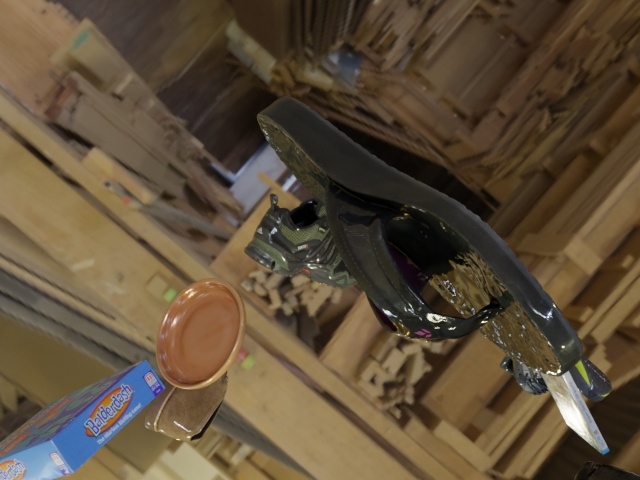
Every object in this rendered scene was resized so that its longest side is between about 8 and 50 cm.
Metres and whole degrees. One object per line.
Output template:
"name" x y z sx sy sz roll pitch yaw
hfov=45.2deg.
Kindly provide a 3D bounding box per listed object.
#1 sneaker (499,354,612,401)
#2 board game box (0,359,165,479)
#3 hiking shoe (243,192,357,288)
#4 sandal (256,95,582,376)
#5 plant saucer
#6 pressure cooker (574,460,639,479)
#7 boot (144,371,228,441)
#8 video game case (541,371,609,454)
"sneaker" 0.449 0.255 1.483 0.121 0.111 0.300 -49 -168 0
"board game box" -0.305 0.226 0.902 0.210 0.047 0.160 -27 -171 34
"hiking shoe" 0.000 0.000 1.118 0.227 0.086 0.114 12 105 -47
"sandal" 0.057 0.007 0.734 0.107 0.167 0.446 -41 -135 -9
"plant saucer" -0.205 0.164 1.345 0.200 0.200 0.037 -49 139 6
"pressure cooker" 0.510 0.574 1.118 0.375 0.370 0.420 128 -18 -78
"boot" -0.223 0.266 1.536 0.112 0.115 0.305 96 17 -51
"video game case" 0.399 0.255 1.244 0.015 0.166 0.119 -31 -166 -4
